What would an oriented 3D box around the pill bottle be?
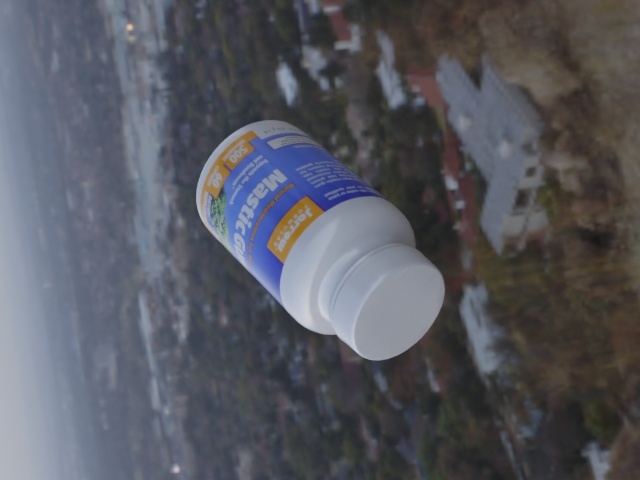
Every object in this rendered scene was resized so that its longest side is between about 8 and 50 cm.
[{"bbox_3d":[0.000,0.000,1.179,0.272,0.152,0.152,42,143,42],"label":"pill bottle"}]
